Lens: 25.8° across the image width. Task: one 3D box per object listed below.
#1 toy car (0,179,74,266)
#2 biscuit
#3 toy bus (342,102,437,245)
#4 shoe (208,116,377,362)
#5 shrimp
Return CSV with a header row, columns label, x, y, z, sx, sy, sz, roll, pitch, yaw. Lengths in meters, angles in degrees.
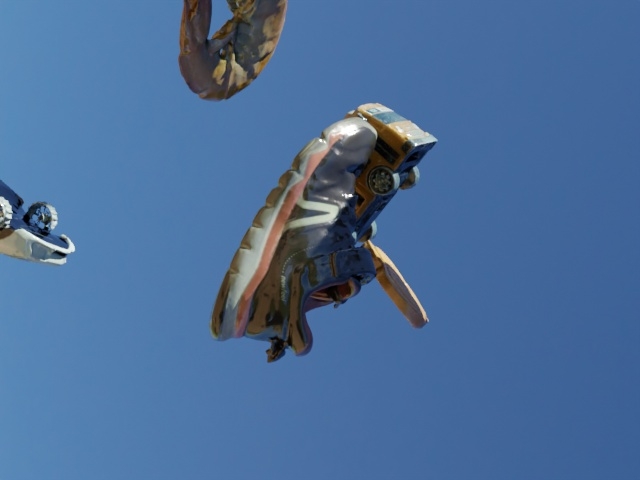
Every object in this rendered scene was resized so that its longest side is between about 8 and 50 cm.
label,x,y,z,sx,sy,sz,roll,pitch,yaw
toy car,-0.278,-0.041,1.077,0.205,0.095,0.056,40,-84,11
biscuit,0.088,0.054,1.581,0.023,0.118,0.140,-37,-150,4
toy bus,0.041,-0.070,1.598,0.103,0.091,0.182,42,-69,12
shoe,0.000,0.000,1.449,0.291,0.137,0.114,-60,178,-19
shrimp,-0.084,-0.211,1.210,0.053,0.133,0.236,40,-24,26
